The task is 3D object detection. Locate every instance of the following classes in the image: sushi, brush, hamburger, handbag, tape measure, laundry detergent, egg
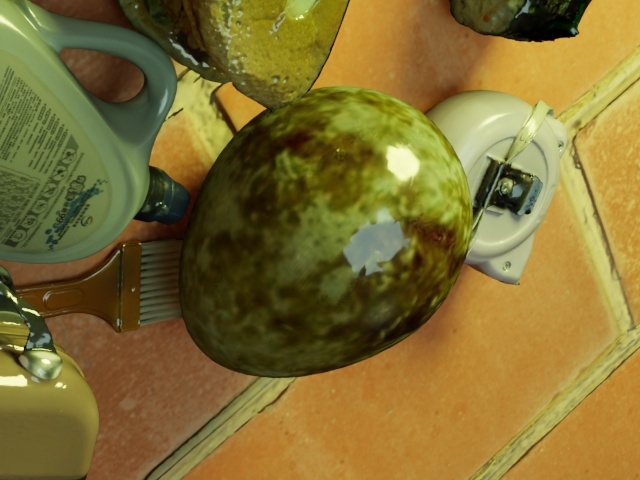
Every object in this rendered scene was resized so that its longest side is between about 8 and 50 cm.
[{"bbox_3d":[0.210,-0.298,1.506,0.127,0.124,0.225,-3,112,-36],"label":"sushi"},{"bbox_3d":[-0.243,0.054,1.403,0.314,0.017,0.090,-10,113,-33],"label":"brush"},{"bbox_3d":[-0.075,-0.260,1.278,0.192,0.168,0.288,10,105,-41],"label":"hamburger"},{"bbox_3d":[-0.325,0.141,1.285,0.302,0.149,0.283,9,108,-37],"label":"handbag"},{"bbox_3d":[0.163,-0.054,1.599,0.178,0.105,0.196,6,108,-38],"label":"tape measure"},{"bbox_3d":[-0.215,-0.081,1.295,0.280,0.105,0.215,17,106,-39],"label":"laundry detergent"},{"bbox_3d":[0.000,0.000,1.413,0.289,0.238,0.238,-50,132,2],"label":"egg"}]
